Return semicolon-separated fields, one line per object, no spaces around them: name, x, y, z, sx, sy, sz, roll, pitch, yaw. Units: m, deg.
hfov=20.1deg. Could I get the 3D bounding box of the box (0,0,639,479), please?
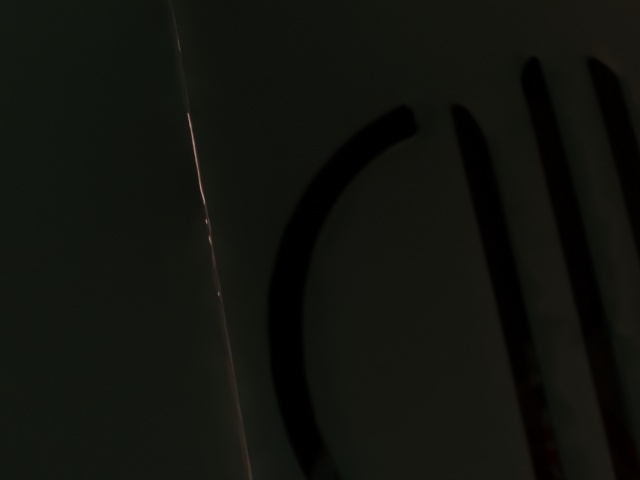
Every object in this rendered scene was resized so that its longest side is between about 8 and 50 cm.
box;-0.008;0.085;0.584;0.300;0.314;0.312;-3;161;-23
